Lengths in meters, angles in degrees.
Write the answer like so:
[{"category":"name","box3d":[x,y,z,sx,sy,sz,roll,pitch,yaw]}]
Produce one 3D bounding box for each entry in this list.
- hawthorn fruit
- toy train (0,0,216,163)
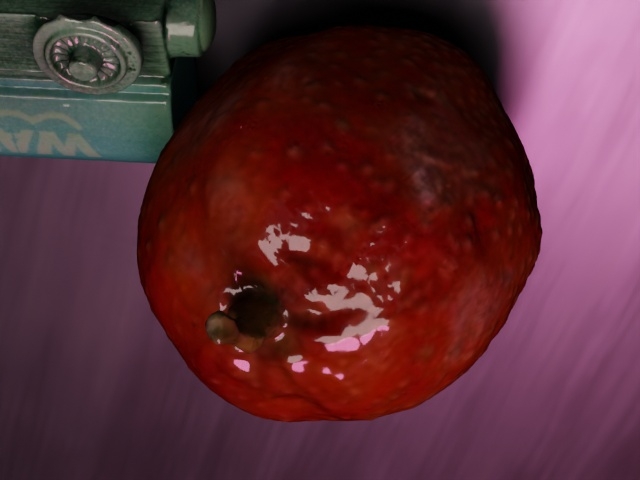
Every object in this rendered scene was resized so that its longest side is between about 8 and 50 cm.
[{"category":"hawthorn fruit","box3d":[0.000,0.000,0.759,0.205,0.253,0.205,14,122,23]},{"category":"toy train","box3d":[-0.177,-0.101,0.820,0.248,0.101,0.159,5,143,5]}]
